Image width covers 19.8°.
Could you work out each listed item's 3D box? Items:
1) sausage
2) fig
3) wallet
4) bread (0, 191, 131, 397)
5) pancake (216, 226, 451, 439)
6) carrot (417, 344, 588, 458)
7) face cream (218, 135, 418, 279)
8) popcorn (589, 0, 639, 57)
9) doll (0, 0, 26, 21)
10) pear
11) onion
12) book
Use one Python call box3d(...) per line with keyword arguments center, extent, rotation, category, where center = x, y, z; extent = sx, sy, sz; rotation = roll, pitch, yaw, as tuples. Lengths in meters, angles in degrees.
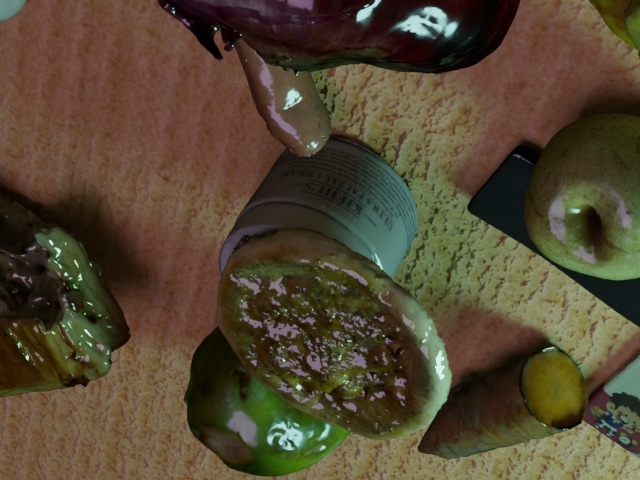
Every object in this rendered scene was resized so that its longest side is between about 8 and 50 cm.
box3d(center=(-0.066, -0.216, 1.829), extent=(0.078, 0.078, 0.304), rotation=(-2, 129, 35), category="sausage")
box3d(center=(-0.086, 0.173, 2.186), extent=(0.206, 0.206, 0.275), rotation=(51, 157, -22), category="fig")
box3d(center=(0.275, 0.000, 1.867), extent=(0.244, 0.025, 0.124), rotation=(32, 141, -2), category="wallet")
box3d(center=(-0.427, 0.043, 2.255), extent=(0.370, 0.191, 0.314), rotation=(-16, 117, 37), category="bread")
box3d(center=(0.013, 0.104, 1.897), extent=(0.282, 0.049, 0.282), rotation=(18, 137, 18), category="pancake")
box3d(center=(0.191, 0.203, 2.086), extent=(0.102, 0.102, 0.263), rotation=(42, 142, -12), category="carrot")
box3d(center=(0.000, 0.000, 1.950), extent=(0.177, 0.153, 0.177), rotation=(17, 140, 15), category="face cream")
box3d(center=(0.318, -0.213, 1.479), extent=(0.266, 0.192, 0.233), rotation=(47, 148, 9), category="popcorn")
box3d(center=(-0.349, -0.308, 1.894), extent=(0.110, 0.107, 0.181), rotation=(45, 138, 18), category="doll")
box3d(center=(0.278, -0.042, 1.734), extent=(0.167, 0.136, 0.167), rotation=(19, 135, 19), category="pear")
box3d(center=(0.012, -0.280, 1.565), extent=(0.347, 0.347, 0.285), rotation=(12, 95, 23), category="onion")
box3d(center=(0.397, 0.180, 1.979), extent=(0.162, 0.022, 0.232), rotation=(34, 142, -2), category="book")
